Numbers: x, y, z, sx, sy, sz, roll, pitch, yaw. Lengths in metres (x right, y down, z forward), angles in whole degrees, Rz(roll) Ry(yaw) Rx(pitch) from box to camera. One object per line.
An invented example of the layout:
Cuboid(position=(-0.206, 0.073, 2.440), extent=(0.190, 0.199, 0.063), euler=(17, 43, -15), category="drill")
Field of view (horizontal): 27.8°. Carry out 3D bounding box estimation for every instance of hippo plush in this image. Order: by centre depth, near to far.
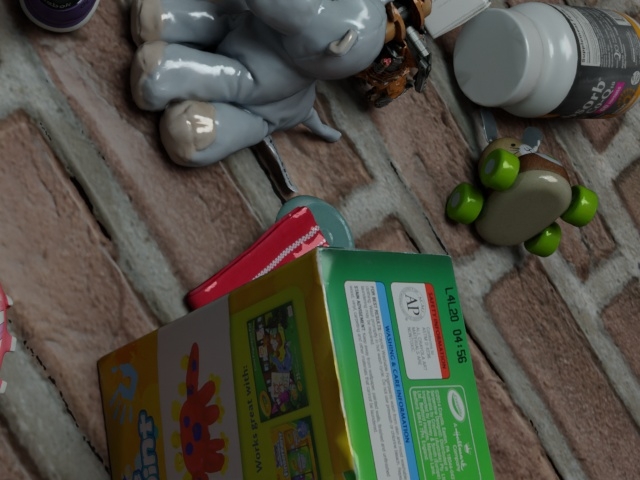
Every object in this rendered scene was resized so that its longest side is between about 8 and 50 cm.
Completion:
Cuboid(position=(-0.050, -0.197, 1.400), extent=(0.294, 0.236, 0.234), euler=(49, 47, -14), category="hippo plush")

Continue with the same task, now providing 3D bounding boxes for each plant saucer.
Cuboid(position=(0.000, 0.000, 1.512), extent=(0.119, 0.021, 0.119), euler=(18, 60, -35), category="plant saucer")

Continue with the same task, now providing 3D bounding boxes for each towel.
Cuboid(position=(-0.009, 0.119, 1.431), extent=(0.199, 0.031, 0.275), euler=(-38, 99, -35), category="towel")

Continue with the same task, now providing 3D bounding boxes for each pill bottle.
Cuboid(position=(0.325, -0.250, 1.810), extent=(0.278, 0.162, 0.162), euler=(-5, 76, -42), category="pill bottle")

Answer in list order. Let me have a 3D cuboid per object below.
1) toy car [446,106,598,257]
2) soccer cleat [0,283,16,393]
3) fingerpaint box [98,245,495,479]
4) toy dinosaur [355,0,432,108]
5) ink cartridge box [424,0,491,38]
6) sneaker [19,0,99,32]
Cuboid(position=(0.263, -0.099, 1.715), extent=(0.155, 0.149, 0.188), euler=(22, 47, -21), category="toy car")
Cuboid(position=(-0.330, 0.136, 1.125), extent=(0.095, 0.083, 0.248), euler=(18, 64, -30), category="soccer cleat")
Cuboid(position=(-0.017, 0.273, 1.136), extent=(0.163, 0.371, 0.445), euler=(3, 69, -39), category="fingerpaint box")
Cuboid(position=(0.068, -0.293, 1.522), extent=(0.164, 0.322, 0.218), euler=(-24, 63, -37), category="toy dinosaur")
Cuboid(position=(0.132, -0.382, 1.701), extent=(0.218, 0.092, 0.158), euler=(55, 14, -7), category="ink cartridge box")
Cuboid(position=(-0.228, -0.358, 1.323), extent=(0.107, 0.124, 0.283), euler=(14, 82, -14), category="sneaker")
